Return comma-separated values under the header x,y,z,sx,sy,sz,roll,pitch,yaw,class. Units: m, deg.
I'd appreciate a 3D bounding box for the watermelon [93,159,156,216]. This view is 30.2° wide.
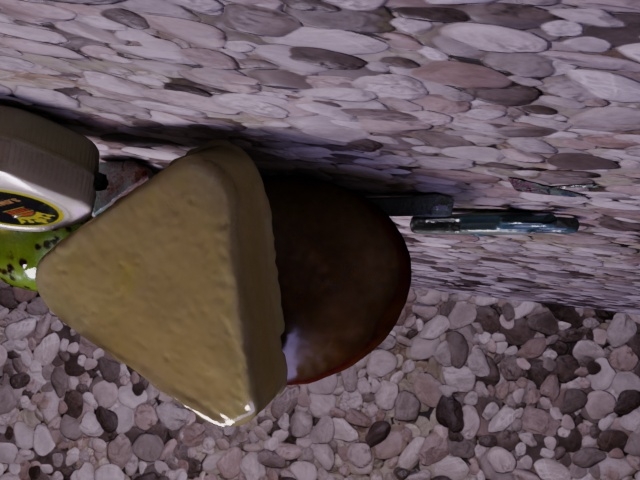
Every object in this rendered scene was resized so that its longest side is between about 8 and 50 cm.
x,y,z,sx,sy,sz,roll,pitch,yaw,class
-0.311,-0.092,1.890,0.094,0.081,0.180,-13,-170,4,watermelon

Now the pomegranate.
x,y,z,sx,sy,sz,roll,pitch,yaw,class
-0.545,-0.039,2.160,0.231,0.231,0.286,2,143,43,pomegranate

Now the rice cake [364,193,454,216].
x,y,z,sx,sy,sz,roll,pitch,yaw,class
0.113,-0.054,1.844,0.211,0.034,0.043,1,179,44,rice cake

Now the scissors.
x,y,z,sx,sy,sz,roll,pitch,yaw,class
0.261,-0.026,1.879,0.289,0.041,0.138,2,179,40,scissors

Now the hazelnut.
x,y,z,sx,sy,sz,roll,pitch,yaw,class
-0.046,0.055,1.795,0.366,0.365,0.366,8,174,1,hazelnut

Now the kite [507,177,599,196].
x,y,z,sx,sy,sz,roll,pitch,yaw,class
0.308,-0.070,1.587,0.137,0.005,0.152,10,173,-26,kite

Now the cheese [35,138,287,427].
x,y,z,sx,sy,sz,roll,pitch,yaw,class
-0.183,0.030,1.598,0.384,0.383,0.104,5,-160,26,cheese

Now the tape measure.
x,y,z,sx,sy,sz,roll,pitch,yaw,class
-0.435,-0.093,1.627,0.271,0.133,0.231,-13,156,36,tape measure
